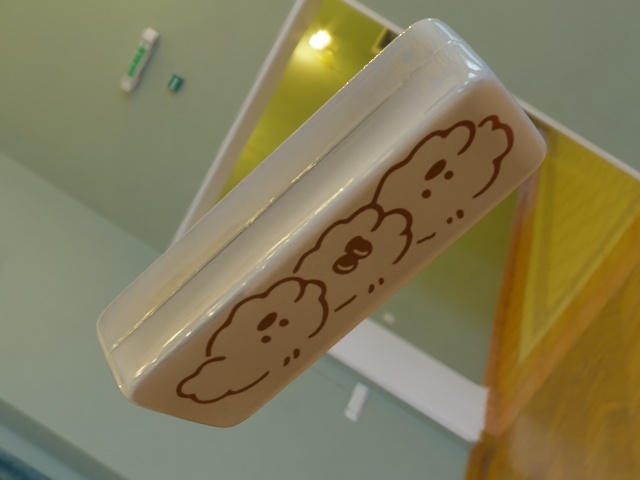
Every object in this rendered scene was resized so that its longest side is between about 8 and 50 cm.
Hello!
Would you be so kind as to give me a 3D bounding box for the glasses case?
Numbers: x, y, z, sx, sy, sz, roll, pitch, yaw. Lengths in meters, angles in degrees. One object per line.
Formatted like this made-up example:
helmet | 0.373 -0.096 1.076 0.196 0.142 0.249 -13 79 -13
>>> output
glasses case | 0.000 0.000 0.677 0.336 0.076 0.144 -42 -35 12
